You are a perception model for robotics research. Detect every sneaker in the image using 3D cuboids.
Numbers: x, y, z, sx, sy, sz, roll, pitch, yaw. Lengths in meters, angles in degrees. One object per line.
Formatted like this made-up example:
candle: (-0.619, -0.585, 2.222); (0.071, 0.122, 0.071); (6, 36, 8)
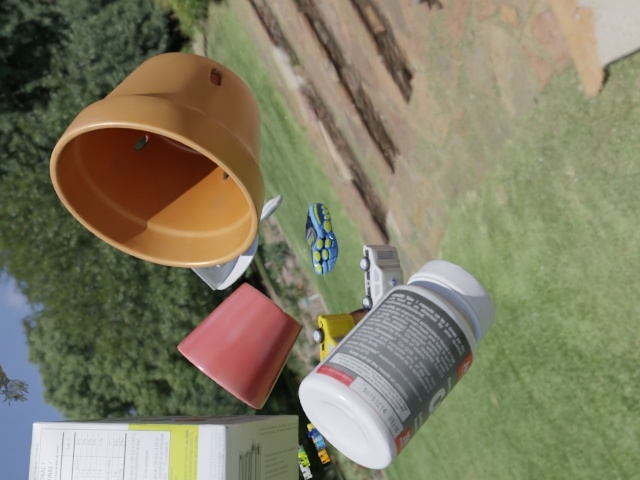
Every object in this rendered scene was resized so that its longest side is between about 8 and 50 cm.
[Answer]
sneaker: (0.000, 0.000, 1.974); (0.078, 0.067, 0.188); (122, 144, -59)

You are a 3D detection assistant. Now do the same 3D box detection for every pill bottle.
pill bottle: (0.117, 0.166, 1.120); (0.161, 0.283, 0.161); (33, 148, 24)

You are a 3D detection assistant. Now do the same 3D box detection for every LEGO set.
LEGO set: (-0.031, 0.491, 1.952); (0.227, 0.086, 0.093); (78, 169, -52)

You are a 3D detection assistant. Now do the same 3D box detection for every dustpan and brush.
dustpan and brush: (-0.151, -0.013, 1.480); (0.060, 0.211, 0.147); (26, 162, 44)

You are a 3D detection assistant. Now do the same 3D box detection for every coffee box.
coffee box: (-0.241, 0.458, 1.285); (0.337, 0.334, 0.339); (32, -124, -70)

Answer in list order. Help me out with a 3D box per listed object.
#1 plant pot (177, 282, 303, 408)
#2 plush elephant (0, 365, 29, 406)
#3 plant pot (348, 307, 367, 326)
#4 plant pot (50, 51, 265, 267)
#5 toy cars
plant pot: (-0.192, 0.262, 2.062); (0.275, 0.243, 0.275); (37, 173, 5)
plush elephant: (-0.924, 0.389, 1.955); (0.329, 0.255, 0.272); (17, 125, 26)
plant pot: (0.147, 0.365, 2.507); (0.231, 0.215, 0.215); (63, 175, -16)
plant pot: (-0.207, -0.128, 1.131); (0.291, 0.290, 0.204); (74, -157, -49)
toy cars: (0.105, 0.181, 1.855); (0.176, 0.394, 0.087); (42, 157, -22)
